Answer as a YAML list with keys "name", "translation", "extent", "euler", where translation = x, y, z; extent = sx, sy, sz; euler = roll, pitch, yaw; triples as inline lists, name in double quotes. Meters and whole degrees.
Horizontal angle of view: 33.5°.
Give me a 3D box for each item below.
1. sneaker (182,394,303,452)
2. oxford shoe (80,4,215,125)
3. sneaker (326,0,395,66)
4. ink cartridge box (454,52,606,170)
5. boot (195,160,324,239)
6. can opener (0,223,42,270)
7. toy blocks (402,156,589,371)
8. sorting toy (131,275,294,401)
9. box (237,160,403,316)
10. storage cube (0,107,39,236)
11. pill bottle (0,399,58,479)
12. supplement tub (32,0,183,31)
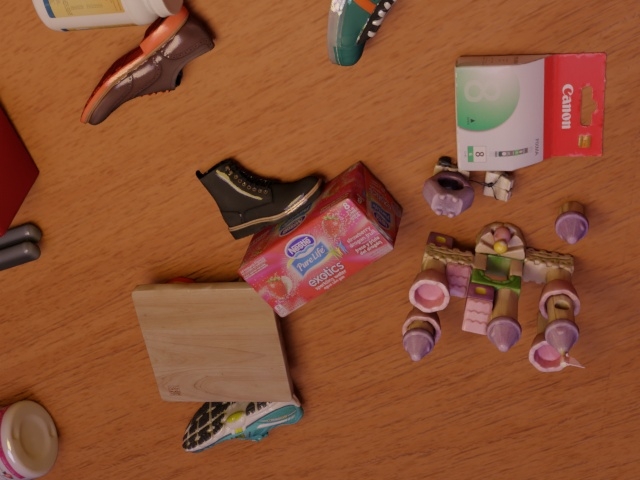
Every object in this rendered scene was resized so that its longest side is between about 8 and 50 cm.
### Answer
- name: "sneaker"
  translation: [-0.157, 0.362, 2.078]
  extent: [0.275, 0.107, 0.110]
  euler: [-25, 127, 27]
- name: "oxford shoe"
  translation: [-0.283, -0.258, 1.706]
  extent: [0.098, 0.097, 0.271]
  euler: [41, 122, -21]
- name: "sneaker"
  translation: [0.091, -0.380, 1.536]
  extent: [0.121, 0.108, 0.302]
  euler: [18, 123, 5]
- name: "ink cartridge box"
  translation: [0.322, -0.196, 1.640]
  extent: [0.224, 0.056, 0.181]
  euler: [2, 123, 13]
- name: "boot"
  translation: [-0.106, -0.094, 1.788]
  extent: [0.198, 0.077, 0.137]
  euler: [-26, 109, 24]
- name: "can opener"
  translation: [-0.633, 0.039, 1.998]
  extent: [0.280, 0.074, 0.093]
  euler: [-19, 151, 24]
- name: "toy blocks"
  translation: [0.280, 0.080, 1.701]
  extent: [0.288, 0.260, 0.309]
  euler: [11, 124, 6]
- name: "sorting toy"
  translation: [-0.187, 0.171, 1.963]
  extent: [0.257, 0.089, 0.255]
  euler: [-2, 122, 14]
- name: "box"
  translation: [0.000, 0.000, 1.789]
  extent: [0.257, 0.128, 0.122]
  euler: [-33, 111, 29]
- name: "storage cube"
  translation: [-0.622, -0.121, 1.800]
  extent: [0.183, 0.215, 0.193]
  euler: [-11, 126, 18]
- name: "pill bottle"
  translation: [-0.701, 0.439, 2.204]
  extent: [0.283, 0.160, 0.160]
  euler: [-18, 117, 22]
- name: "supplement tub"
  translation: [-0.318, -0.391, 1.594]
  extent: [0.199, 0.144, 0.144]
  euler: [-2, 122, 13]
